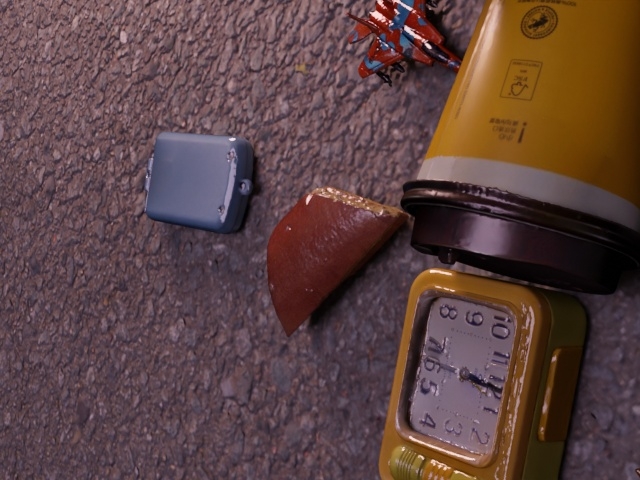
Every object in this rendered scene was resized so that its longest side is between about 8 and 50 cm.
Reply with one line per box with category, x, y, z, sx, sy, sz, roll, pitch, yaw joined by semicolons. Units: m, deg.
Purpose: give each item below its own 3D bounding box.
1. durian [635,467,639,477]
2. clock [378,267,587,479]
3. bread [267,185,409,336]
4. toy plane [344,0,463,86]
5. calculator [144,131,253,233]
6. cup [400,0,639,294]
durian;0.273;0.236;0.626;0.186;0.153;0.261;123;143;-54
clock;0.137;0.133;0.781;0.143;0.096;0.202;11;90;48
bread;0.000;0.000;0.952;0.192;0.067;0.119;-49;53;27
toy plane;0.098;-0.199;0.895;0.189;0.061;0.130;43;112;35
calculator;-0.155;-0.074;1.136;0.210;0.039;0.121;9;92;44
cup;0.183;-0.100;0.720;0.196;0.196;0.280;10;82;45
